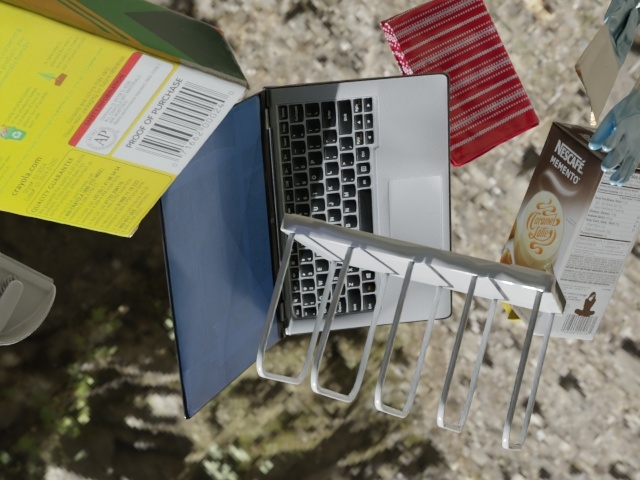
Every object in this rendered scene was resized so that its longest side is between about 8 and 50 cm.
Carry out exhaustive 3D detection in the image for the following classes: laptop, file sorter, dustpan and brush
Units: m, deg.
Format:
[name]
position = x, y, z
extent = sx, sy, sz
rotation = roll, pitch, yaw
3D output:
[laptop]
position = 0.000, 0.000, 1.528
extent = 0.236, 0.408, 0.381
rotation = -107, 12, -66
[file sorter]
position = 0.094, 0.098, 1.184
extent = 0.278, 0.173, 0.193
rotation = 14, 173, 17
[dustpan and brush]
position = -0.498, 0.129, 1.737
extent = 0.147, 0.211, 0.060
rotation = 32, 163, -33

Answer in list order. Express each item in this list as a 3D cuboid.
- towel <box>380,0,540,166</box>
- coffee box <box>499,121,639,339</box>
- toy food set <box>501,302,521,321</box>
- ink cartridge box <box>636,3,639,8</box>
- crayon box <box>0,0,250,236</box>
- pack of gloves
[towel]
position = 0.239, -0.278, 1.901
extent = 0.274, 0.199, 0.031
rotation = 65, 160, -2
[coffee box]
position = 0.328, -0.013, 1.470
extent = 0.141, 0.098, 0.246
rotation = -123, 45, -57
[toy food set]
position = 0.423, 0.097, 2.080
extent = 0.071, 0.128, 0.218
rotation = 25, 163, -26
[ink cartridge box]
position = 0.534, -0.419, 1.826
extent = 0.171, 0.056, 0.235
rotation = 38, -177, -44
[crayon box]
position = -0.243, -0.121, 0.910
extent = 0.319, 0.202, 0.081
rotation = 14, -141, -43
[pack of gloves]
position = 0.349, -0.191, 1.345
extent = 0.046, 0.232, 0.195
rotation = 0, 132, 37
